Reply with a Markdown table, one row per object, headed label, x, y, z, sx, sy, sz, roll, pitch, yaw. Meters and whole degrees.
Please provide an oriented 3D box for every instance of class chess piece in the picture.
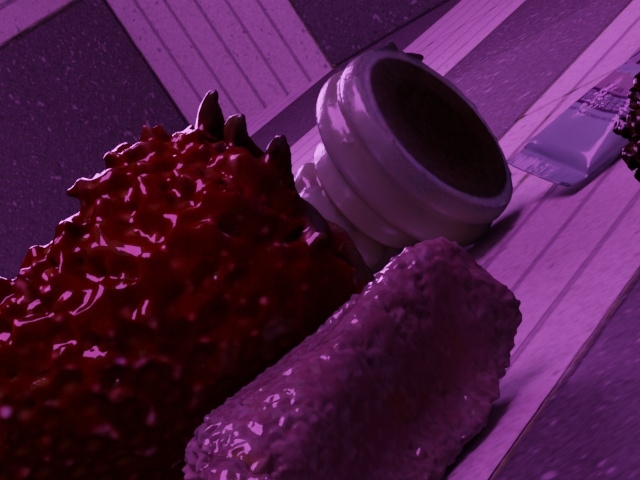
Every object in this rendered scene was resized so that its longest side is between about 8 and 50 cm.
| label | x | y | z | sx | sy | sz | roll | pitch | yaw |
| --- | --- | --- | --- | --- | --- | --- | --- | --- | --- |
| chess piece | 0.000 | 0.000 | 1.477 | 0.298 | 0.176 | 0.176 | -44 | 3 | 28 |

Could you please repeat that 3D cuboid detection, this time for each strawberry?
| label | x | y | z | sx | sy | sz | roll | pitch | yaw |
| --- | --- | --- | --- | --- | --- | --- | --- | --- | --- |
| strawberry | -0.081 | 0.087 | 1.046 | 0.306 | 0.233 | 0.138 | -49 | 32 | -20 |

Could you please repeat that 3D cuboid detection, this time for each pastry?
| label | x | y | z | sx | sy | sz | roll | pitch | yaw |
| --- | --- | --- | --- | --- | --- | --- | --- | --- | --- |
| pastry | 0.011 | 0.098 | 0.959 | 0.112 | 0.103 | 0.265 | -35 | 4 | 38 |

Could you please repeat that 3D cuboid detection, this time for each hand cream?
| label | x | y | z | sx | sy | sz | roll | pitch | yaw |
| --- | --- | --- | --- | --- | --- | --- | --- | --- | --- |
| hand cream | 0.292 | -0.144 | 1.447 | 0.331 | 0.058 | 0.085 | -40 | 33 | -13 |

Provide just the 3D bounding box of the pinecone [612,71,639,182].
| label | x | y | z | sx | sy | sz | roll | pitch | yaw |
| --- | --- | --- | --- | --- | --- | --- | --- | --- | --- |
| pinecone | 0.237 | -0.076 | 1.149 | 0.109 | 0.102 | 0.102 | -61 | -7 | 31 |
